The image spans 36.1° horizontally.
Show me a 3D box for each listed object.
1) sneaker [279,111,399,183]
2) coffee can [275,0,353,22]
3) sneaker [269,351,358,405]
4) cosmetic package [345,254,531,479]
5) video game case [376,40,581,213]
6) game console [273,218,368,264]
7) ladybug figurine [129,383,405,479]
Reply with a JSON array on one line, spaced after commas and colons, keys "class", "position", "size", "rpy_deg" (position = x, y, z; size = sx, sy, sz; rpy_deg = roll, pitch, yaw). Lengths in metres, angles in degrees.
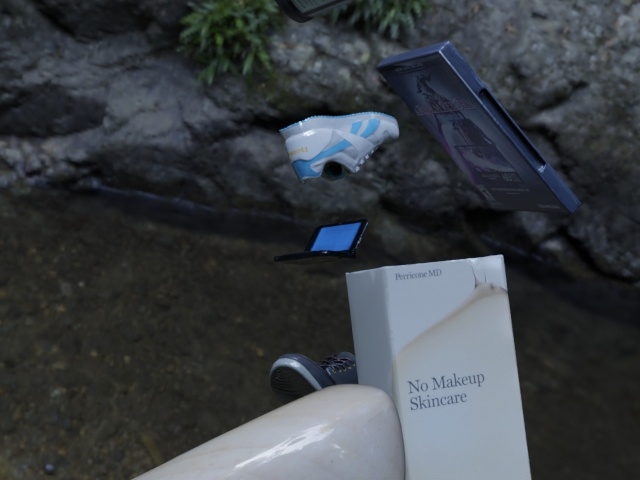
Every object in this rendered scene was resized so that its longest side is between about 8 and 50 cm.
[{"class": "sneaker", "position": [0.035, -0.140, 1.484], "size": [0.229, 0.087, 0.092], "rpy_deg": [-13, 87, -43]}, {"class": "coffee can", "position": [0.058, -0.472, 1.490], "size": [0.275, 0.201, 0.201], "rpy_deg": [-16, 26, 23]}, {"class": "sneaker", "position": [0.001, 0.193, 1.418], "size": [0.083, 0.222, 0.118], "rpy_deg": [3, 57, 28]}, {"class": "cosmetic package", "position": [0.136, 0.178, 1.124], "size": [0.160, 0.309, 0.113], "rpy_deg": [-6, -2, -21]}, {"class": "video game case", "position": [0.203, -0.142, 1.295], "size": [0.274, 0.026, 0.196], "rpy_deg": [46, -11, -16]}, {"class": "game console", "position": [0.000, 0.000, 1.577], "size": [0.107, 0.122, 0.071], "rpy_deg": [7, 79, -45]}, {"class": "ladybug figurine", "position": [-0.094, 0.273, 0.906], "size": [0.305, 0.449, 0.162], "rpy_deg": [-16, 77, -49]}]
